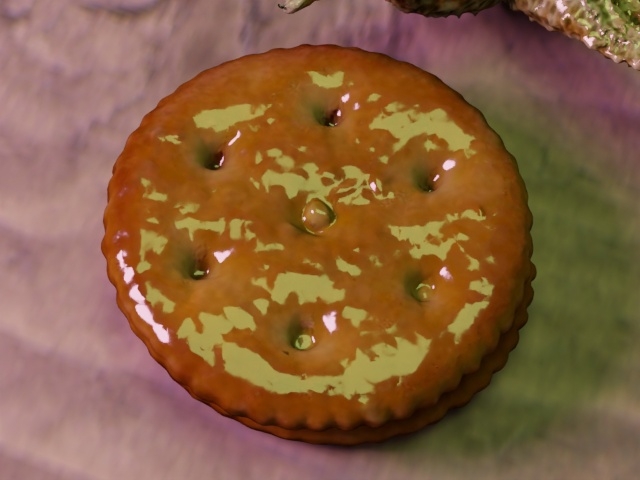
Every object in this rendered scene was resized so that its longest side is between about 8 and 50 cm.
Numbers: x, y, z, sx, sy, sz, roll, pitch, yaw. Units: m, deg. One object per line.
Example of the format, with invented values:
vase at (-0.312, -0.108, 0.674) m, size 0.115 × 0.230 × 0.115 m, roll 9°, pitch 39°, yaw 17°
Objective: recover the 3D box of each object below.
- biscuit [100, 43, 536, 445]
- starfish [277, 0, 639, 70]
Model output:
biscuit at (0.000, 0.000, 0.890) m, size 0.220 × 0.066 × 0.220 m, roll 2°, pitch 61°, yaw -4°
starfish at (0.107, -0.161, 0.975) m, size 0.347 × 0.078 × 0.358 m, roll -17°, pitch 53°, yaw -31°
